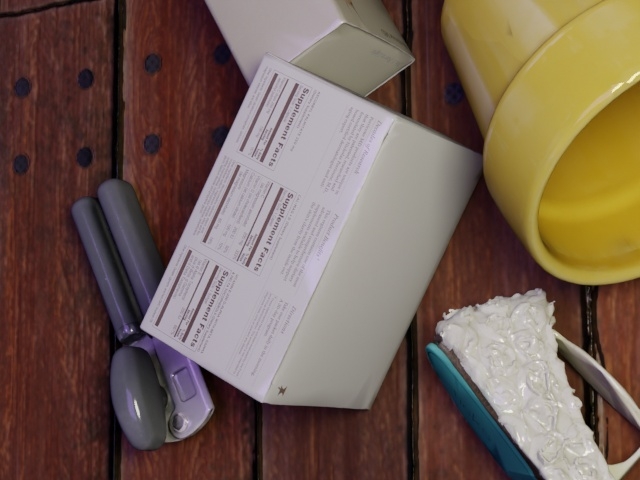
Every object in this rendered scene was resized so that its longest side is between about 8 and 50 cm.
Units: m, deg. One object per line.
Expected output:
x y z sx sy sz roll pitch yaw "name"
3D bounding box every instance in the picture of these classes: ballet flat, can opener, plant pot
0.233 0.210 1.298 0.147 0.147 0.409 -36 69 19 "ballet flat"
-0.180 0.068 1.555 0.074 0.093 0.280 -30 66 22 "can opener"
0.221 -0.132 1.291 0.254 0.254 0.239 -45 50 16 "plant pot"

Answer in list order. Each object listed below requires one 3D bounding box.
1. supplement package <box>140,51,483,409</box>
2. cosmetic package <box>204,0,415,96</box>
0.000 0.000 1.398 0.145 0.204 0.262 29 97 28 "supplement package"
-0.052 -0.276 1.488 0.113 0.160 0.309 -35 70 19 "cosmetic package"
